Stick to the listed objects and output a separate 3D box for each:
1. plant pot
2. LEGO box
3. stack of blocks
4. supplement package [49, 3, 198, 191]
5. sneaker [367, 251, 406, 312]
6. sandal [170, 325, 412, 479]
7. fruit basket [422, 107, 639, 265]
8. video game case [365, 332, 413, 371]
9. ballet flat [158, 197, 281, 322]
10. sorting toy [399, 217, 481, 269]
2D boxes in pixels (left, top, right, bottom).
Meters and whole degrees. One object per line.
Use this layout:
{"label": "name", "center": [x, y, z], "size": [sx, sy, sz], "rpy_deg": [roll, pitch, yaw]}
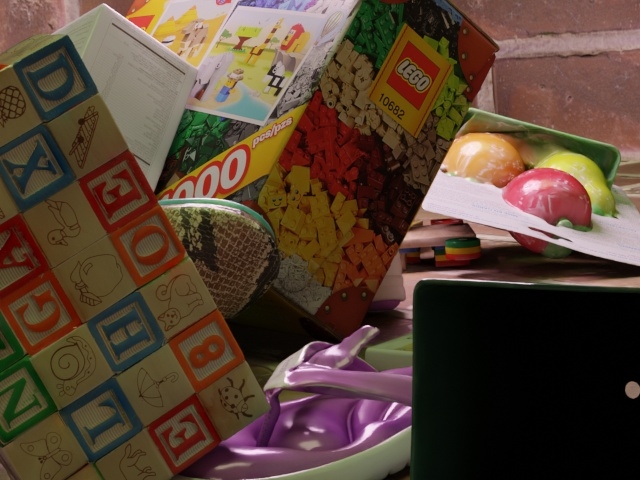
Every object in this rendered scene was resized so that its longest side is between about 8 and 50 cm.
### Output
{"label": "plant pot", "center": [0.189, 0.107, 1.056], "size": [0.166, 0.165, 0.234], "rpy_deg": [2, 1, 34]}
{"label": "LEGO box", "center": [-0.092, -0.110, 1.853], "size": [0.193, 0.372, 0.500], "rpy_deg": [37, -18, -32]}
{"label": "stack of blocks", "center": [-0.181, 0.032, 1.094], "size": [0.171, 0.297, 0.087], "rpy_deg": [-33, 19, -18]}
{"label": "supplement package", "center": [-0.252, -0.101, 1.731], "size": [0.139, 0.244, 0.134], "rpy_deg": [34, -32, -28]}
{"label": "sneaker", "center": [0.000, 0.000, 1.943], "size": [0.114, 0.152, 0.305], "rpy_deg": [-4, 6, -37]}
{"label": "sandal", "center": [0.034, 0.113, 1.269], "size": [0.416, 0.102, 0.169], "rpy_deg": [-12, 10, -42]}
{"label": "fruit basket", "center": [0.274, -0.049, 2.158], "size": [0.327, 0.165, 0.353], "rpy_deg": [14, 25, -7]}
{"label": "video game case", "center": [0.192, 0.101, 1.573], "size": [0.227, 0.026, 0.206], "rpy_deg": [2, 10, 36]}
{"label": "ballet flat", "center": [-0.262, 0.072, 1.584], "size": [0.483, 0.164, 0.182], "rpy_deg": [-4, 42, 33]}
{"label": "sorting toy", "center": [0.140, 0.009, 2.207], "size": [0.132, 0.046, 0.274], "rpy_deg": [-4, 8, 0]}
